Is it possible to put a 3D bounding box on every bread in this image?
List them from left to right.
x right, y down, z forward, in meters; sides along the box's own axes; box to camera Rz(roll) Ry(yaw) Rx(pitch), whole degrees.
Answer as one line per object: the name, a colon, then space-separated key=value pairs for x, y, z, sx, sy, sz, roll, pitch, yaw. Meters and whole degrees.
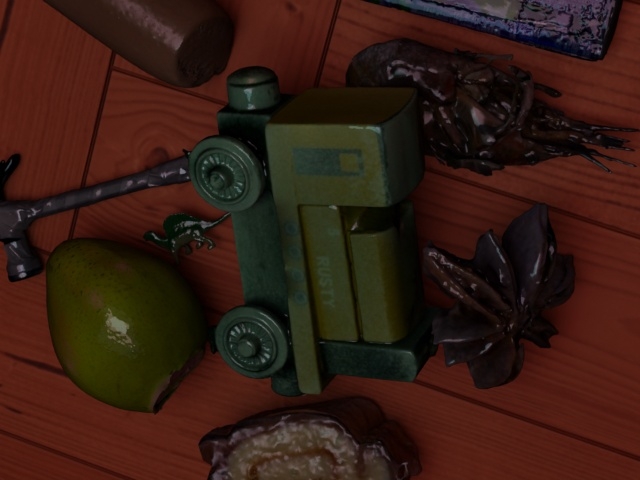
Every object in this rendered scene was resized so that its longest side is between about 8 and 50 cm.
bread: x=0.001 y=0.278 z=1.877 sx=0.244 sy=0.123 sz=0.190 roll=-14 pitch=99 yaw=17

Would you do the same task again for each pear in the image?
pear: x=-0.240 y=0.093 z=1.880 sx=0.220 sy=0.187 sz=0.187 roll=38 pitch=108 yaw=12

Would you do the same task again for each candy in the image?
candy: x=0.174 y=-0.277 z=1.751 sx=0.312 sy=0.061 sz=0.088 roll=18 pitch=106 yaw=12

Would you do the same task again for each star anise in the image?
star anise: x=0.197 y=0.061 z=1.745 sx=0.093 sy=0.236 sz=0.229 roll=40 pitch=107 yaw=47

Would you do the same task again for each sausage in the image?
sausage: x=-0.219 y=-0.279 z=1.823 sx=0.253 sy=0.123 sz=0.123 roll=35 pitch=108 yaw=5

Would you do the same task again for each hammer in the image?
hammer: x=-0.209 y=-0.064 z=1.908 sx=0.427 sy=0.044 sz=0.152 roll=-12 pitch=97 yaw=16

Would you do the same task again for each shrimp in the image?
shrimp: x=0.192 y=-0.146 z=1.745 sx=0.343 sy=0.116 sz=0.145 roll=15 pitch=119 yaw=12

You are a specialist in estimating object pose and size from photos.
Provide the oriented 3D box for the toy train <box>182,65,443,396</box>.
toy train: x=0.000 y=0.000 z=1.763 sx=0.253 sy=0.160 sz=0.397 roll=3 pitch=115 yaw=23

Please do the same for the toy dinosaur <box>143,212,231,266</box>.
toy dinosaur: x=-0.155 y=-0.012 z=1.897 sx=0.120 sy=0.029 sz=0.060 roll=-28 pitch=114 yaw=23
